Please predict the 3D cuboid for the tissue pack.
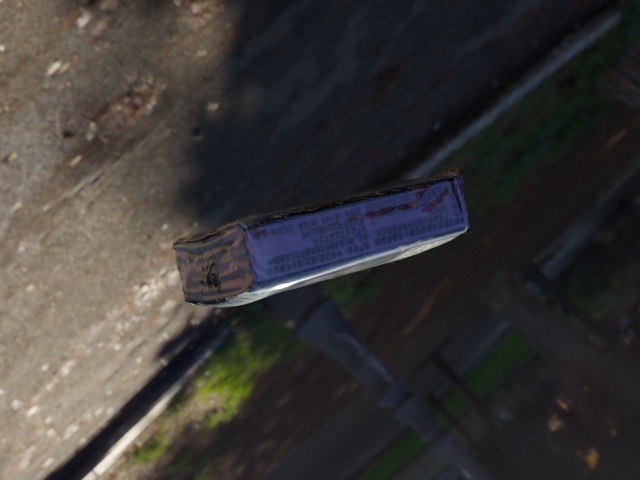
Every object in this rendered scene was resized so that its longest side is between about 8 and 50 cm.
[{"bbox_3d":[0.000,0.000,1.523,0.361,0.122,0.259,-13,178,-28],"label":"tissue pack"}]
